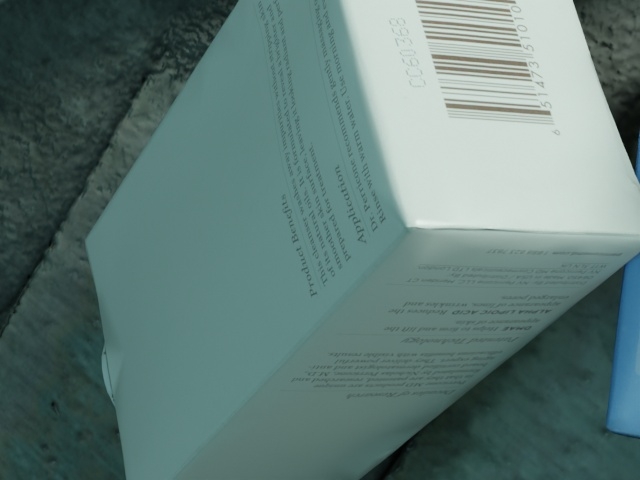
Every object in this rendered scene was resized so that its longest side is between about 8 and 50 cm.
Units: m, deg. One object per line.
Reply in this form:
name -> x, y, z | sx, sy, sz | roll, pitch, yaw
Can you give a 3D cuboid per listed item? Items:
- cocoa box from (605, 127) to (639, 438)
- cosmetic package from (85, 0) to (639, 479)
cocoa box -> 0.353, 0.007, 0.778 | 0.347, 0.228, 0.231 | 9, 97, 26
cosmetic package -> 0.000, 0.000, 0.883 | 0.385, 0.156, 0.217 | -48, 48, 51
